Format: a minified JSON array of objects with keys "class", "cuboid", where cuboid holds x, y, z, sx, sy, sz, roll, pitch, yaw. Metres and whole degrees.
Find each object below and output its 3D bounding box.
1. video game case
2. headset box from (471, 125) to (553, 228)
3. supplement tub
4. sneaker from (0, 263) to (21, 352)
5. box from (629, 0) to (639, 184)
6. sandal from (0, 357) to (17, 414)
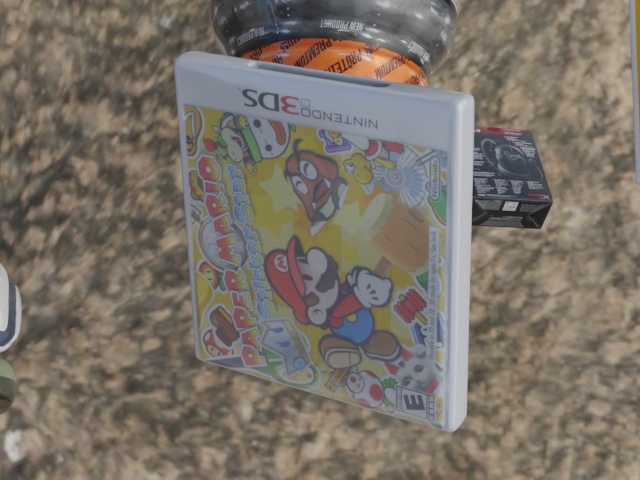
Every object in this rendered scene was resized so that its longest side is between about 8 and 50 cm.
[{"class":"video game case","cuboid":[0.000,0.000,0.861,0.026,0.206,0.226,-37,132,-51]},{"class":"headset box","cuboid":[0.128,-0.050,0.968,0.062,0.032,0.083,2,47,-13]},{"class":"supplement tub","cuboid":[0.016,-0.264,1.119,0.207,0.207,0.337,8,74,-14]},{"class":"sneaker","cuboid":[-0.322,0.040,0.825,0.235,0.094,0.153,-20,127,3]},{"class":"box","cuboid":[0.362,-0.147,1.252,0.114,0.103,0.203,10,77,-56]},{"class":"sandal","cuboid":[-0.360,0.112,1.044,0.303,0.120,0.086,-14,76,27]}]
